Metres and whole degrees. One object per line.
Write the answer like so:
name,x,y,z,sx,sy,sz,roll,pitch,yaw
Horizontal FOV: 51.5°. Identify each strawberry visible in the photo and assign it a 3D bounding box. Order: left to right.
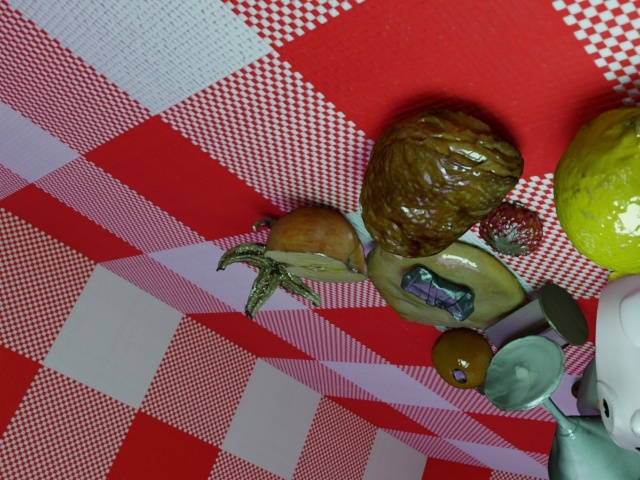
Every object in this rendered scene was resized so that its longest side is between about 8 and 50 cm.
strawberry,0.413,-0.017,1.445,0.145,0.086,0.145,18,154,9

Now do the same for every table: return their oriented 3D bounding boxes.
table,0.532,0.234,1.682,0.167,0.167,0.226,30,134,-18

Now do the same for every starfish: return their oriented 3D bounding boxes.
starfish,-0.127,0.089,1.885,0.312,0.303,0.113,37,152,-13

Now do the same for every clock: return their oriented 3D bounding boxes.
clock,0.738,0.273,1.429,0.250,0.377,0.368,0,149,31

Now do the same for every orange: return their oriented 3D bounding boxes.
orange,0.451,0.375,2.111,0.205,0.206,0.206,18,156,8

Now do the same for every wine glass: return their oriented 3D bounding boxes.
wine glass,0.579,0.426,1.594,0.267,0.267,0.406,-10,129,50

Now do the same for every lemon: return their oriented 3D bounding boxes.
lemon,0.495,-0.079,1.044,0.253,0.254,0.310,9,153,27

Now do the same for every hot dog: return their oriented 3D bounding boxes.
hot dog,0.226,-0.116,1.302,0.266,0.174,0.388,23,147,-8

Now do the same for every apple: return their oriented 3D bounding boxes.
apple,0.000,0.000,1.739,0.251,0.163,0.293,2,164,22

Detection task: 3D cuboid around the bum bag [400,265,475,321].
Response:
bum bag,0.297,0.127,1.662,0.197,0.049,0.087,27,121,2

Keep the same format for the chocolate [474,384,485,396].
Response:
chocolate,0.618,0.493,2.337,0.148,0.093,0.214,7,153,28

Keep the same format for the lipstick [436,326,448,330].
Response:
lipstick,0.418,0.262,2.096,0.037,0.037,0.116,36,148,-29

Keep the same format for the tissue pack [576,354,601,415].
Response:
tissue pack,0.895,0.437,1.805,0.332,0.230,0.236,22,158,6

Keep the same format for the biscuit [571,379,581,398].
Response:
biscuit,0.927,0.503,2.155,0.225,0.042,0.226,17,155,8

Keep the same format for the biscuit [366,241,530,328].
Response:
biscuit,0.334,0.128,1.795,0.428,0.104,0.446,5,151,33

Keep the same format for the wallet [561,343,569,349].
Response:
wallet,0.658,0.336,2.036,0.132,0.039,0.243,23,154,10
